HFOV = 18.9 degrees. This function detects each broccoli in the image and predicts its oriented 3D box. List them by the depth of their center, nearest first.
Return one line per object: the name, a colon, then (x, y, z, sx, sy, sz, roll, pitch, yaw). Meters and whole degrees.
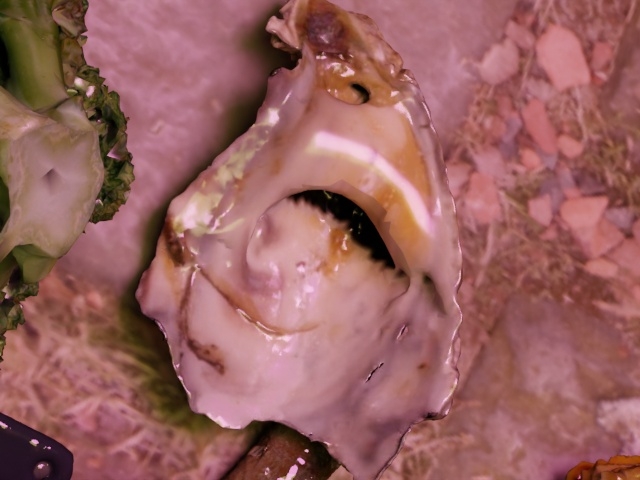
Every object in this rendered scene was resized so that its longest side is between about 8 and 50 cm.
broccoli: (-0.228, -0.047, 1.075, 0.308, 0.275, 0.308, -22, 122, -39)

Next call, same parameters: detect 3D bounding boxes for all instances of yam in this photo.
yam: (-0.033, 0.160, 1.265, 0.253, 0.061, 0.061, -37, 103, -21)

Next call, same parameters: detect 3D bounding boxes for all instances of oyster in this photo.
oyster: (-0.002, 0.003, 1.263, 0.271, 0.100, 0.275, -41, 91, -19)

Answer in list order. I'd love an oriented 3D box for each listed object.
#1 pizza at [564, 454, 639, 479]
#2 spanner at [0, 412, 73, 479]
pizza: (0.283, 0.283, 1.395, 0.258, 0.087, 0.268, 4, 87, -29)
spanner: (-0.289, 0.083, 1.171, 0.316, 0.024, 0.087, 32, 76, -22)
